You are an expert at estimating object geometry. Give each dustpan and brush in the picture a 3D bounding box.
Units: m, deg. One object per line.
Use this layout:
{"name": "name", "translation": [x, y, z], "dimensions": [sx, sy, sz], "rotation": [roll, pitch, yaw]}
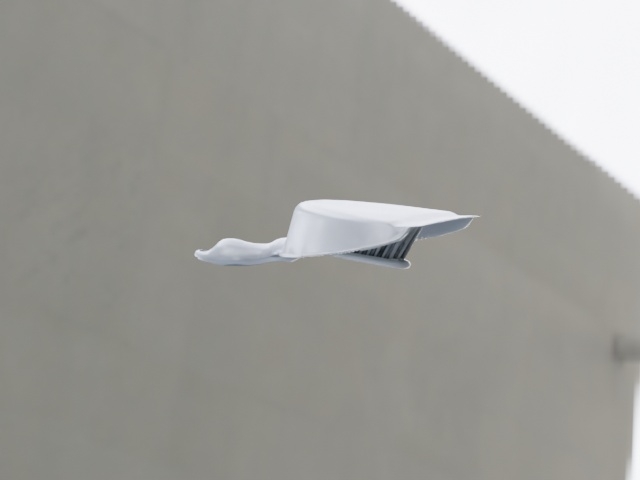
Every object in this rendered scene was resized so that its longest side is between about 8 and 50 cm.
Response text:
{"name": "dustpan and brush", "translation": [0.000, 0.000, 1.516], "dimensions": [0.147, 0.211, 0.060], "rotation": [-9, -74, -66]}
